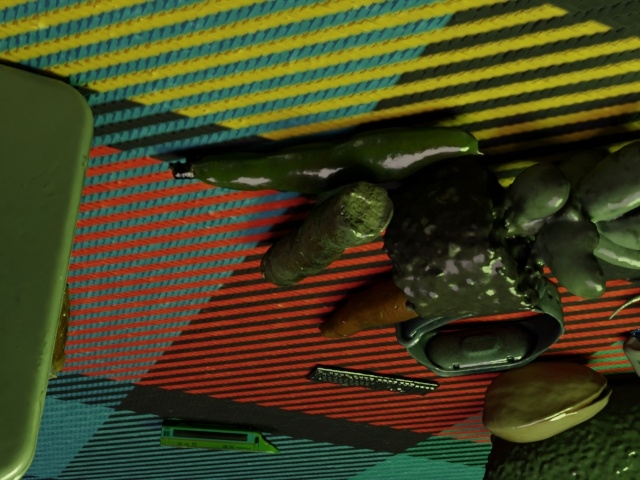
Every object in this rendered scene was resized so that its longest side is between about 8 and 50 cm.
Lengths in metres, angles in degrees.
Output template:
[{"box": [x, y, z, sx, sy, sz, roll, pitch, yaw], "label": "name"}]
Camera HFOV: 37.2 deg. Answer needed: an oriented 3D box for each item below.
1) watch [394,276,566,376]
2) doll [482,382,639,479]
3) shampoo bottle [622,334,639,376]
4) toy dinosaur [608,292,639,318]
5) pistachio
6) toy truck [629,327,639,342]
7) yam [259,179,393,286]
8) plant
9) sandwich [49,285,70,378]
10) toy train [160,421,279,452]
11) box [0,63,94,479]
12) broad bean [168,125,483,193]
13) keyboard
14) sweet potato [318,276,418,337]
[{"box": [0.196, 0.103, 1.183, 0.206, 0.068, 0.193, -5, 147, 6], "label": "watch"}, {"box": [0.418, 0.340, 1.446, 0.349, 0.247, 0.247, -17, 146, 25], "label": "doll"}, {"box": [0.470, 0.167, 1.308, 0.080, 0.040, 0.165, -14, 148, 24], "label": "shampoo bottle"}, {"box": [0.421, 0.051, 1.102, 0.180, 0.037, 0.058, -10, 144, 20], "label": "toy dinosaur"}, {"box": [0.317, 0.226, 1.348, 0.185, 0.108, 0.126, -20, -175, 11], "label": "pistachio"}, {"box": [0.492, 0.137, 1.151, 0.208, 0.126, 0.113, 11, 149, -26], "label": "toy truck"}, {"box": [0.000, 0.000, 0.962, 0.061, 0.061, 0.253, 11, 162, -17], "label": "yam"}, {"box": [0.199, -0.013, 0.883, 0.274, 0.149, 0.146, -10, 150, 16], "label": "plant"}, {"box": [-0.445, 0.100, 1.188, 0.251, 0.087, 0.226, 7, 152, -10], "label": "sandwich"}, {"box": [-0.173, 0.343, 1.663, 0.209, 0.042, 0.044, 5, 174, -9], "label": "toy train"}, {"box": [-0.339, 0.073, 0.862, 0.177, 0.352, 0.344, 12, 151, -18], "label": "box"}, {"box": [0.004, -0.071, 0.894, 0.297, 0.043, 0.060, -6, 142, 16], "label": "broad bean"}, {"box": [0.080, 0.215, 1.448, 0.198, 0.010, 0.064, 10, 152, -15], "label": "keyboard"}, {"box": [0.072, 0.078, 1.156, 0.057, 0.057, 0.264, 21, 152, -31], "label": "sweet potato"}]
